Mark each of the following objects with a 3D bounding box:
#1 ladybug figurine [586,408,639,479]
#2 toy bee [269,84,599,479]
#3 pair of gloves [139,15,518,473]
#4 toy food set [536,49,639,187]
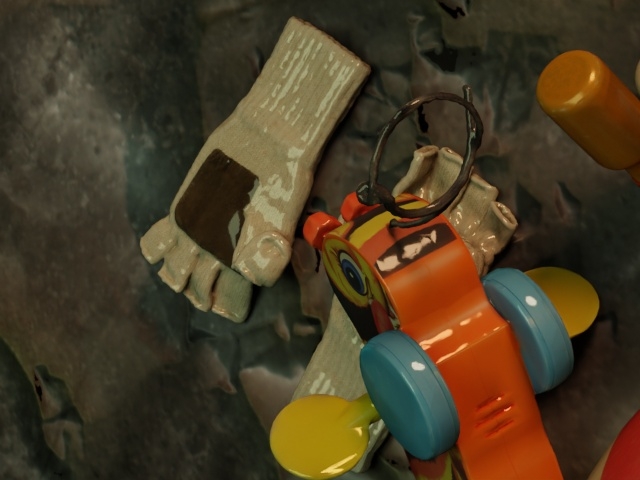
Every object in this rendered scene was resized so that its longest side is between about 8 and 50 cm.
[{"bbox_3d":[0.277,0.148,0.807,0.449,0.162,0.305,-33,67,32],"label":"ladybug figurine"},{"bbox_3d":[0.064,0.038,0.979,0.162,0.195,0.298,36,127,55],"label":"toy bee"},{"bbox_3d":[0.000,0.000,1.117,0.240,0.042,0.204,47,114,30],"label":"pair of gloves"},{"bbox_3d":[0.234,-0.117,0.927,0.232,0.104,0.111,-49,44,4],"label":"toy food set"}]
